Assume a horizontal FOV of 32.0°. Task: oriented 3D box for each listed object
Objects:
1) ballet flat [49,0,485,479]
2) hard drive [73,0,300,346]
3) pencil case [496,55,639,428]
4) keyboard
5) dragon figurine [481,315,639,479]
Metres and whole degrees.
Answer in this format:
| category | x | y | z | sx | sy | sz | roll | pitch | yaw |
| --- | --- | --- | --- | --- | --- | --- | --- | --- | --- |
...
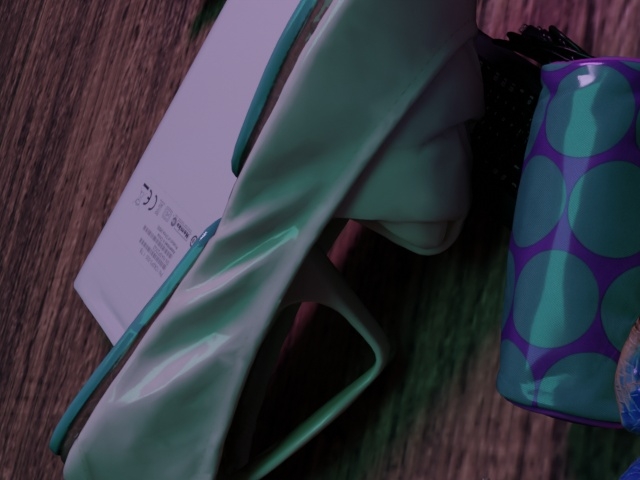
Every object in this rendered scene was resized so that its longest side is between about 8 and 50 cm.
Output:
| category | x | y | z | sx | sy | sz | roll | pitch | yaw |
| --- | --- | --- | --- | --- | --- | --- | --- | --- | --- |
| ballet flat | 0.000 | 0.000 | 0.583 | 0.400 | 0.139 | 0.139 | -58 | 36 | 18 |
| hard drive | -0.053 | -0.057 | 0.746 | 0.307 | 0.040 | 0.203 | -60 | 36 | 7 |
| pencil case | 0.116 | 0.000 | 0.467 | 0.064 | 0.070 | 0.151 | 158 | 121 | -82 |
| keyboard | 0.097 | -0.068 | 0.568 | 0.100 | 0.038 | 0.192 | -56 | 38 | 12 |
| dragon figurine | 0.099 | 0.103 | 0.302 | 0.289 | 0.085 | 0.144 | -43 | 14 | 1 |
